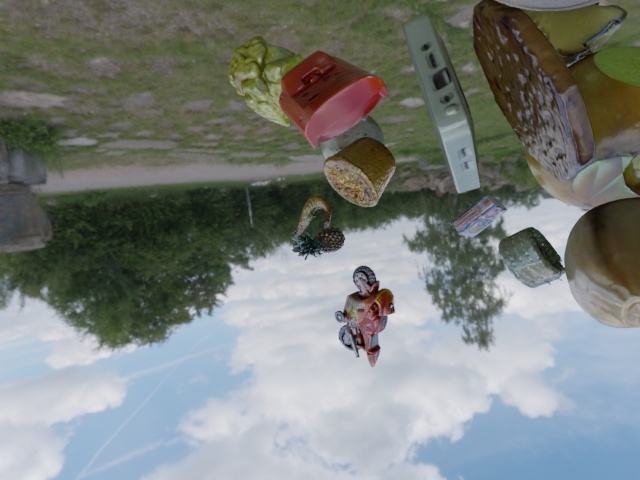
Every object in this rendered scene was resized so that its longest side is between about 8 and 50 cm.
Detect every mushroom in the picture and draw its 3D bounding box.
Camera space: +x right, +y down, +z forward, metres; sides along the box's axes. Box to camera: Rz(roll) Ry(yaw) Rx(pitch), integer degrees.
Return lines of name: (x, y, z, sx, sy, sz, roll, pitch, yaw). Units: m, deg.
mushroom: (0.125, -0.372, 1.611, 0.244, 0.243, 0.243, -9, -178, 0)

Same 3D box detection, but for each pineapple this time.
pineapple: (0.000, 0.000, 1.344, 0.083, 0.103, 0.221, -23, 173, 40)

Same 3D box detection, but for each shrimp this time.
shrimp: (-0.021, -0.046, 1.005, 0.025, 0.091, 0.127, 5, 126, -52)

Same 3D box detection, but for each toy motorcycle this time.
toy motorcycle: (0.138, 0.227, 1.262, 0.171, 0.297, 0.089, 24, -154, 31)

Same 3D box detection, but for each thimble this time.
thimble: (0.357, 0.032, 0.703, 0.062, 0.110, 0.084, -37, -166, 40)

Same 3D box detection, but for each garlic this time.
garlic: (0.511, 0.024, 0.627, 0.339, 0.151, 0.196, -19, -145, -21)

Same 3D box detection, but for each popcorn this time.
popcorn: (-0.121, -0.416, 1.090, 0.256, 0.194, 0.255, 25, -170, 1)

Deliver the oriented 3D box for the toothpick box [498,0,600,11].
toothpick box: (0.498, -0.716, 0.794, 0.410, 0.424, 0.409, 16, -171, -2)

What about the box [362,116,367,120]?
box: (0.098, -0.504, 1.453, 0.178, 0.115, 0.036, 21, -157, -6)

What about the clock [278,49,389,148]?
clock: (0.006, -0.191, 0.543, 0.113, 0.061, 0.155, -35, -143, 4)

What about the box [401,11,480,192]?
box: (0.330, -0.347, 1.101, 0.091, 0.366, 0.373, -19, 156, 17)

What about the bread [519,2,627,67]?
bread: (0.610, -0.534, 1.099, 0.204, 0.262, 0.162, -34, 142, -1)

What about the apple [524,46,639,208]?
apple: (0.686, -0.252, 0.968, 0.384, 0.373, 0.374, -16, 178, 31)

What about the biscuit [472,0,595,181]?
biscuit: (0.370, -0.262, 0.741, 0.046, 0.358, 0.359, -31, 175, 17)

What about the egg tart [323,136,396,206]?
egg tart: (0.125, -0.215, 1.246, 0.147, 0.202, 0.203, -50, -164, -17)

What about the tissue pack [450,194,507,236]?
tissue pack: (0.535, -0.079, 1.406, 0.116, 0.065, 0.155, 5, 140, -48)
